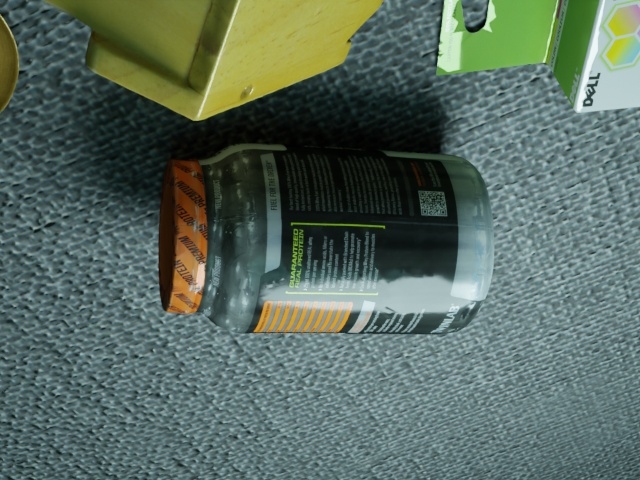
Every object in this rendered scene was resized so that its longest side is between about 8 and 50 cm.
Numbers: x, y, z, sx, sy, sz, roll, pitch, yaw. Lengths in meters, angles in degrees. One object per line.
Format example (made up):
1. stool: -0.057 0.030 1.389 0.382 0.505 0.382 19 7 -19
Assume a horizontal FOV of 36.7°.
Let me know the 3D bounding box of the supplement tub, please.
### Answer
1. supplement tub: 0.000 0.000 1.055 0.338 0.207 0.207 2 133 -16

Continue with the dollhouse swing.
1. dollhouse swing: -0.105 -0.339 0.800 0.315 0.305 0.346 -32 154 -47

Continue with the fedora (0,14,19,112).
1. fedora: -0.378 -0.153 0.902 0.194 0.079 0.194 -7 136 -7

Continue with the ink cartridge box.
1. ink cartridge box: 0.259 -0.228 0.972 0.255 0.097 0.188 -7 135 -8
